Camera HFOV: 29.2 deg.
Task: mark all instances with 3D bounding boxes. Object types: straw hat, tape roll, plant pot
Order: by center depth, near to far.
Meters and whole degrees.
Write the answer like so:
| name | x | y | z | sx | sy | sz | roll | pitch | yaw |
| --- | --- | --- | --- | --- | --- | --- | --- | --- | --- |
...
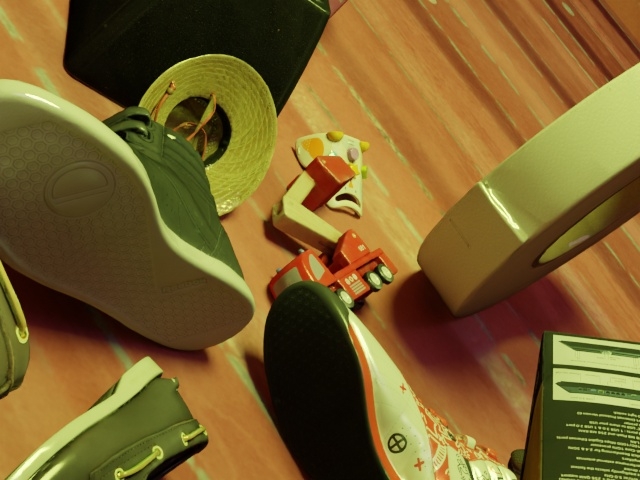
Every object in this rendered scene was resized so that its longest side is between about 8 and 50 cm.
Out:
| name | x | y | z | sx | sy | sz | roll | pitch | yaw |
| --- | --- | --- | --- | --- | --- | --- | --- | --- | --- |
| straw hat | -0.110 | -0.091 | 1.012 | 0.144 | 0.144 | 0.061 | 19 | 0 | -44 |
| plant pot | -0.097 | -0.210 | 1.077 | 0.188 | 0.167 | 0.187 | 30 | 33 | -30 |
| tape roll | 0.268 | -0.062 | 1.177 | 0.072 | 0.392 | 0.392 | 56 | 28 | 12 |

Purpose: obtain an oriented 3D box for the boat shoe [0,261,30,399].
| name | x | y | z | sx | sy | sz | roll | pitch | yaw |
| --- | --- | --- | --- | --- | --- | --- | --- | --- | --- |
| boat shoe | -0.271 | -0.043 | 0.679 | 0.324 | 0.116 | 0.096 | 57 | 24 | 8 |

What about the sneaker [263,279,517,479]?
| name | x | y | z | sx | sy | sz | roll | pitch | yaw |
| --- | --- | --- | --- | --- | --- | --- | --- | --- | --- |
| sneaker | 0.061 | 0.154 | 0.929 | 0.145 | 0.090 | 0.270 | 0 | 57 | -56 |

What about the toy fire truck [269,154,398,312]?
| name | x | y | z | sx | sy | sz | roll | pitch | yaw |
| --- | --- | --- | --- | --- | --- | --- | --- | --- | --- |
| toy fire truck | 0.000 | 0.000 | 1.077 | 0.135 | 0.047 | 0.192 | 52 | 29 | 7 |

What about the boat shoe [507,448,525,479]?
| name | x | y | z | sx | sy | sz | roll | pitch | yaw |
| --- | --- | --- | --- | --- | --- | --- | --- | --- | --- |
| boat shoe | 0.253 | 0.270 | 1.050 | 0.324 | 0.122 | 0.120 | 28 | 66 | -42 |

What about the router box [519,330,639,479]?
| name | x | y | z | sx | sy | sz | roll | pitch | yaw |
| --- | --- | --- | --- | --- | --- | --- | --- | --- | --- |
| router box | 0.150 | 0.249 | 0.728 | 0.081 | 0.309 | 0.243 | 6 | 30 | 7 |

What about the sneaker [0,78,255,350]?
| name | x | y | z | sx | sy | sz | roll | pitch | yaw |
| --- | --- | --- | --- | --- | --- | --- | --- | --- | --- |
| sneaker | -0.153 | -0.043 | 0.817 | 0.296 | 0.104 | 0.147 | 47 | 14 | -53 |

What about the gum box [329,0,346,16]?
| name | x | y | z | sx | sy | sz | roll | pitch | yaw |
| --- | --- | --- | --- | --- | --- | --- | --- | --- | --- |
| gum box | -0.005 | -0.274 | 1.352 | 0.062 | 0.107 | 0.188 | 45 | 28 | -7 |

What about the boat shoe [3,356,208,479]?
| name | x | y | z | sx | sy | sz | roll | pitch | yaw |
| --- | --- | --- | --- | --- | --- | --- | --- | --- | --- |
| boat shoe | -0.127 | 0.137 | 0.684 | 0.068 | 0.081 | 0.228 | 44 | 25 | 1 |

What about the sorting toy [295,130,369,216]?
| name | x | y | z | sx | sy | sz | roll | pitch | yaw |
| --- | --- | --- | --- | --- | --- | --- | --- | --- | --- |
| sorting toy | 0.021 | -0.062 | 1.206 | 0.083 | 0.045 | 0.075 | 15 | 62 | -47 |
